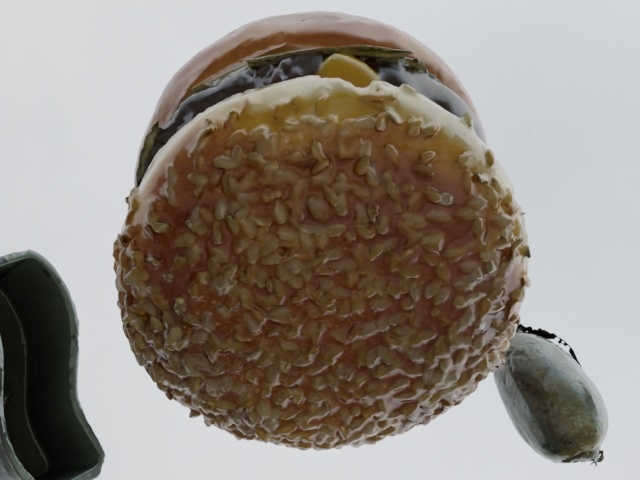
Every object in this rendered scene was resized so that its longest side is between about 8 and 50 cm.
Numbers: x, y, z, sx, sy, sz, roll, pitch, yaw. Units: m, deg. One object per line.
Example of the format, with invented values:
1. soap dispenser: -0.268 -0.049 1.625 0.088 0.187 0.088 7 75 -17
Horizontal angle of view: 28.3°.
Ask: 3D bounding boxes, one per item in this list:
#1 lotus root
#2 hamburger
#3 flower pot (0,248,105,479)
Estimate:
1. lotus root: 0.204 0.134 1.158 0.088 0.088 0.165 -39 -116 10
2. hamburger: 0.000 0.000 1.009 0.330 0.250 0.330 -2 -64 -5
3. flower pot: -0.288 0.131 1.199 0.108 0.103 0.229 -20 -99 49
